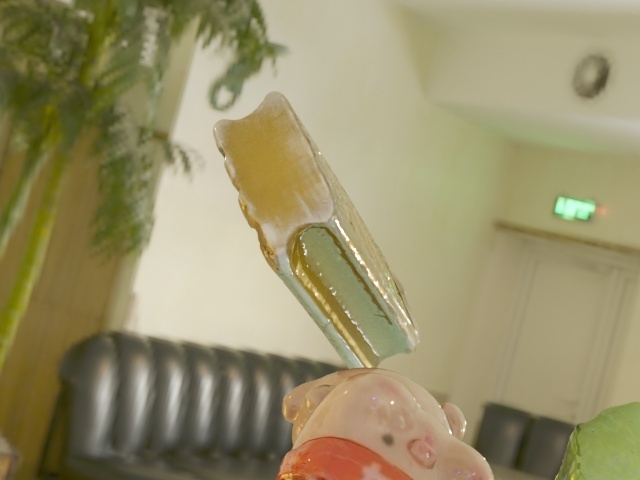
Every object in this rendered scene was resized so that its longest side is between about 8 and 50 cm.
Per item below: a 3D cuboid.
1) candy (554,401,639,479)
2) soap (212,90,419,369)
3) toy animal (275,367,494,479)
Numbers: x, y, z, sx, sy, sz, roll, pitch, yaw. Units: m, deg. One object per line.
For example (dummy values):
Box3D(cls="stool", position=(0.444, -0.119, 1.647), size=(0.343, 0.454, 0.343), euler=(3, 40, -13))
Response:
Box3D(cls="candy", position=(0.328, 0.294, 1.530), size=(0.142, 0.132, 0.343), euler=(7, -29, 12))
Box3D(cls="soap", position=(0.000, 0.000, 1.324), size=(0.274, 0.089, 0.173), euler=(55, 10, -55))
Box3D(cls="toy animal", position=(0.043, 0.182, 1.088), size=(0.171, 0.171, 0.198), euler=(15, 18, -3))
